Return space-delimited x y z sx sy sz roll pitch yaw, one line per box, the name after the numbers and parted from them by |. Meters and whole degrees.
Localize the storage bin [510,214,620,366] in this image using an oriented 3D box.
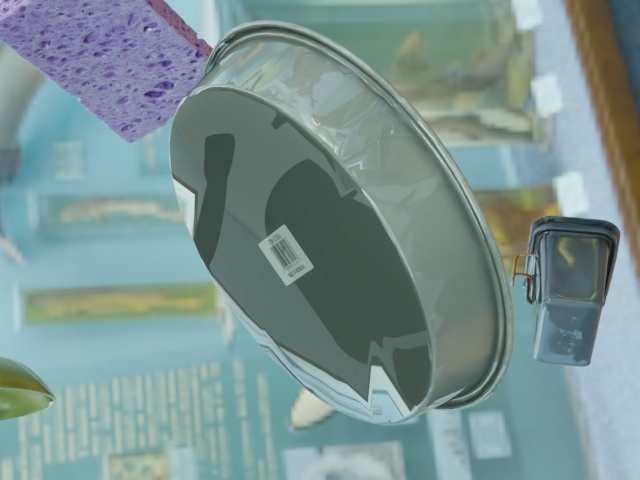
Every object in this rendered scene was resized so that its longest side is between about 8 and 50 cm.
0.230 0.053 1.430 0.135 0.098 0.091 88 -171 -52 | storage bin

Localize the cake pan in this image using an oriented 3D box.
0.000 0.000 0.977 0.293 0.054 0.293 38 148 30 | cake pan

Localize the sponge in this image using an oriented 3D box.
-0.173 -0.162 1.256 0.210 0.117 0.031 40 -151 -54 | sponge

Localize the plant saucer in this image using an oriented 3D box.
-0.355 0.133 1.325 0.241 0.241 0.037 123 143 -71 | plant saucer
